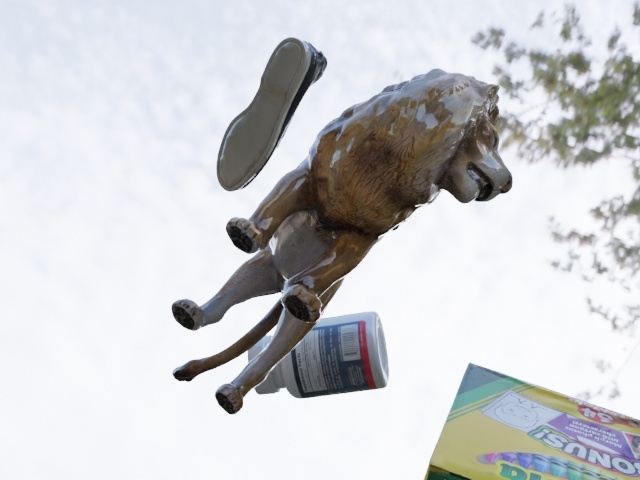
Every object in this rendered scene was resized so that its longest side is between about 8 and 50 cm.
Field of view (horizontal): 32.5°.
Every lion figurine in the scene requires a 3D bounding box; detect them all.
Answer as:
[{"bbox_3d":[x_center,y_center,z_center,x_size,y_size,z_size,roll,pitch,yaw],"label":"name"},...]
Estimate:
[{"bbox_3d":[0.000,0.000,0.993,0.142,0.240,0.392,47,-36,-2],"label":"lion figurine"}]

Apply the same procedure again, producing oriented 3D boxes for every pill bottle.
[{"bbox_3d":[-0.003,0.160,1.503,0.180,0.108,0.108,-9,-57,10],"label":"pill bottle"}]

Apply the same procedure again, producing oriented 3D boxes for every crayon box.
[{"bbox_3d":[0.323,0.308,1.379,0.363,0.313,0.106,18,-71,11],"label":"crayon box"}]

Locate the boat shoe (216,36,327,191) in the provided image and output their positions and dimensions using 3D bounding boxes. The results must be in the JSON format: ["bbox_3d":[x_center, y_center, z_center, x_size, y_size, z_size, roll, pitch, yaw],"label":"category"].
[{"bbox_3d":[-0.055,-0.145,1.325,0.075,0.065,0.206,40,-70,32],"label":"boat shoe"}]
